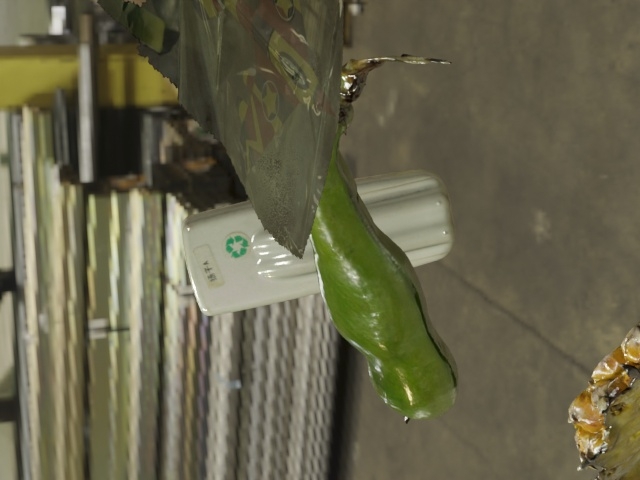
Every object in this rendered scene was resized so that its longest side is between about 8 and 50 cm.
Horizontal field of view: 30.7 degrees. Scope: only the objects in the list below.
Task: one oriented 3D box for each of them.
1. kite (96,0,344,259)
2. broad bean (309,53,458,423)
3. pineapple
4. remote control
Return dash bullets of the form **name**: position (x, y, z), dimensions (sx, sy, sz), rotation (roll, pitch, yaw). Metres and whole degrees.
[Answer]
- **kite**: position (-0.050, -0.096, 0.389), dimensions (0.015, 0.245, 0.141), rotation (-10, 63, 29)
- **broad bean**: position (0.039, 0.018, 0.742), dimensions (0.098, 0.056, 0.318), rotation (15, 139, 23)
- **pineapple**: position (0.263, 0.103, 0.859), dimensions (0.047, 0.221, 0.221), rotation (50, 140, 39)
- **remote control**: position (0.000, 0.000, 0.994), dimensions (0.049, 0.230, 0.090), rotation (-112, 9, -78)
